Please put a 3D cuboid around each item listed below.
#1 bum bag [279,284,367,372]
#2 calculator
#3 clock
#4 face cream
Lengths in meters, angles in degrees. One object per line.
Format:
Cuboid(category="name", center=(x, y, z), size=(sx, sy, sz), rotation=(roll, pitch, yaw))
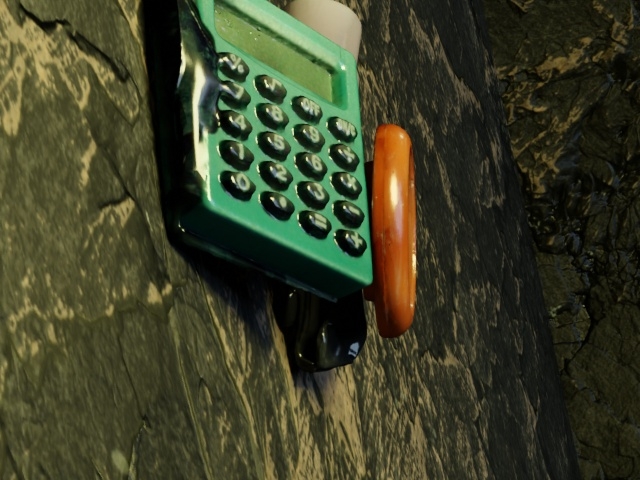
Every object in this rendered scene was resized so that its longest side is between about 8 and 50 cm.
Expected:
Cuboid(category="bum bag", center=(0.000, 0.000, 1.615), size=(0.123, 0.060, 0.248), rotation=(-21, 108, -62))
Cuboid(category="calculator", center=(-0.047, -0.097, 1.471), size=(0.248, 0.058, 0.274), rotation=(26, 50, -44))
Cuboid(category="clock", center=(0.064, -0.009, 1.624), size=(0.205, 0.051, 0.205), rotation=(-1, 90, -84))
Cuboid(category="face cream", center=(-0.016, -0.111, 1.715), size=(0.154, 0.096, 0.274), rotation=(56, 36, -53))
